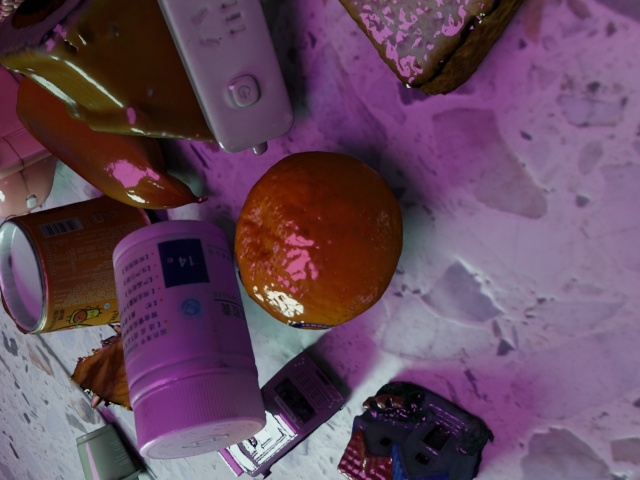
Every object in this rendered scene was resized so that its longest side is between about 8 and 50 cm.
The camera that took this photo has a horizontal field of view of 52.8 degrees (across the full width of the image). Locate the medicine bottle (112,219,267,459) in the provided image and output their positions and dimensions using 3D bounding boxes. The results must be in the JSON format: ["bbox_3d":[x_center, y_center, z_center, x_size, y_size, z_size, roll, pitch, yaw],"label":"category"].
[{"bbox_3d":[-0.162,0.119,0.784,0.152,0.152,0.254,-48,50,46],"label":"medicine bottle"}]

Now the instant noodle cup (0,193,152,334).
[{"bbox_3d":[-0.361,0.039,0.948,0.215,0.172,0.216,11,106,42],"label":"instant noodle cup"}]

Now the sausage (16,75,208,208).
[{"bbox_3d":[-0.284,-0.124,0.869,0.328,0.112,0.112,36,133,19],"label":"sausage"}]

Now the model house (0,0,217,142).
[{"bbox_3d":[-0.206,-0.200,0.728,0.268,0.173,0.239,15,160,48],"label":"model house"}]

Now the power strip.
[{"bbox_3d":[-0.108,-0.240,0.583,0.062,0.091,0.385,-124,13,-52],"label":"power strip"}]

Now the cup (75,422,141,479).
[{"bbox_3d":[-0.448,0.461,1.343,0.120,0.120,0.141,-26,84,47],"label":"cup"}]

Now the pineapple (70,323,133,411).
[{"bbox_3d":[-0.274,0.215,1.050,0.161,0.158,0.334,32,153,-32],"label":"pineapple"}]

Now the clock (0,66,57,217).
[{"bbox_3d":[-0.516,-0.152,1.047,0.227,0.142,0.241,49,146,10],"label":"clock"}]

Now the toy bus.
[{"bbox_3d":[-0.058,0.240,0.861,0.096,0.108,0.199,48,136,11],"label":"toy bus"}]

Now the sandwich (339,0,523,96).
[{"bbox_3d":[0.092,-0.275,0.445,0.249,0.095,0.273,53,136,5],"label":"sandwich"}]

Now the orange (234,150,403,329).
[{"bbox_3d":[-0.002,0.000,0.634,0.177,0.155,0.178,-173,90,-66],"label":"orange"}]

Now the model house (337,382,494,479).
[{"bbox_3d":[0.085,0.250,0.710,0.148,0.148,0.120,26,127,27],"label":"model house"}]

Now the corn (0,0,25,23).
[{"bbox_3d":[-0.440,-0.359,0.886,0.086,0.086,0.253,22,127,32],"label":"corn"}]
